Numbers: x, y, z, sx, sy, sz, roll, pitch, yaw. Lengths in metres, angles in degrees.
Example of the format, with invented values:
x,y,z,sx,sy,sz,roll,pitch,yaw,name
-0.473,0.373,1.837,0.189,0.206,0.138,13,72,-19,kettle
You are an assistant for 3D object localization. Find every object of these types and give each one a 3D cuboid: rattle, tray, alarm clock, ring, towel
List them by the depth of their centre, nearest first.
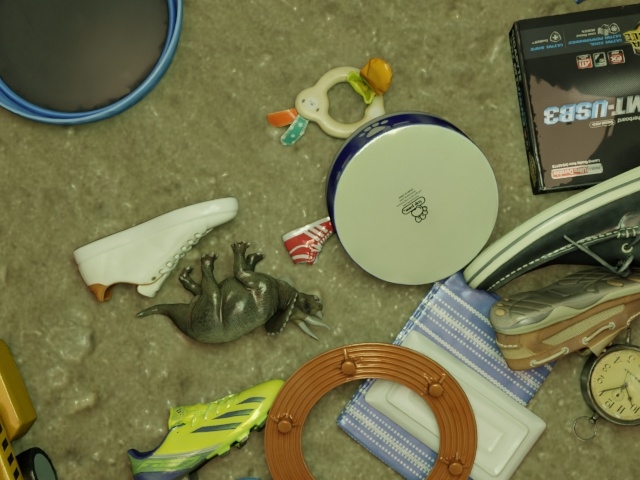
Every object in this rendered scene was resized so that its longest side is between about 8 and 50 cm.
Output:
x,y,z,sx,sy,sz,roll,pitch,yaw,name
0.080,0.320,1.323,0.337,0.032,0.336,0,104,1,ring
0.219,0.278,1.362,0.270,0.030,0.145,35,89,1,tray
0.478,0.247,1.371,0.129,0.064,0.192,42,84,5,alarm clock
0.013,-0.225,1.395,0.200,0.143,0.130,-9,103,-6,rattle
0.214,0.237,1.398,0.243,0.040,0.336,36,88,2,towel

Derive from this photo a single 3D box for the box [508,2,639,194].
x,y,z,sx,sy,sz,roll,pitch,yaw,name
0.485,-0.239,1.416,0.296,0.073,0.293,-7,84,2,box

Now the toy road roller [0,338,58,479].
x,y,z,sx,sy,sz,roll,pitch,yaw,name
-0.566,0.321,1.300,0.203,0.240,0.329,-23,84,-1,toy road roller

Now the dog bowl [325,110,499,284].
x,y,z,sx,sy,sz,roll,pitch,yaw,name
0.143,-0.067,1.340,0.265,0.104,0.264,-2,109,-4,dog bowl

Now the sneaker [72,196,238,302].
x,y,z,sx,sy,sz,roll,pitch,yaw,name
-0.255,0.019,1.400,0.290,0.106,0.123,-22,91,9,sneaker

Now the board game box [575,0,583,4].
x,y,z,sx,sy,sz,roll,pitch,yaw,name
0.422,-0.497,1.372,0.047,0.210,0.160,-31,85,-1,board game box

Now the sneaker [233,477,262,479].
x,y,z,sx,sy,sz,roll,pitch,yaw,name
-0.177,0.449,1.355,0.221,0.087,0.083,-23,85,-1,sneaker

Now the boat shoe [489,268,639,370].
x,y,z,sx,sy,sz,roll,pitch,yaw,name
0.420,0.124,1.354,0.324,0.123,0.116,-14,103,-13,boat shoe

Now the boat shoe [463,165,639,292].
x,y,z,sx,sy,sz,roll,pitch,yaw,name
0.465,-0.015,1.302,0.500,0.187,0.156,-22,82,5,boat shoe

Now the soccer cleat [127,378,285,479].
x,y,z,sx,sy,sz,roll,pitch,yaw,name
-0.185,0.301,1.369,0.289,0.093,0.121,-36,78,-3,soccer cleat

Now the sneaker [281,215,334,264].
x,y,z,sx,sy,sz,roll,pitch,yaw,name
0.000,0.000,1.417,0.118,0.042,0.067,-23,80,7,sneaker

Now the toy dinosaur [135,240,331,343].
x,y,z,sx,sy,sz,roll,pitch,yaw,name
-0.152,0.101,1.374,0.314,0.121,0.160,-12,71,-4,toy dinosaur

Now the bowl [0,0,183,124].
x,y,z,sx,sy,sz,roll,pitch,yaw,name
-0.428,-0.385,1.449,0.391,0.077,0.391,0,84,1,bowl
